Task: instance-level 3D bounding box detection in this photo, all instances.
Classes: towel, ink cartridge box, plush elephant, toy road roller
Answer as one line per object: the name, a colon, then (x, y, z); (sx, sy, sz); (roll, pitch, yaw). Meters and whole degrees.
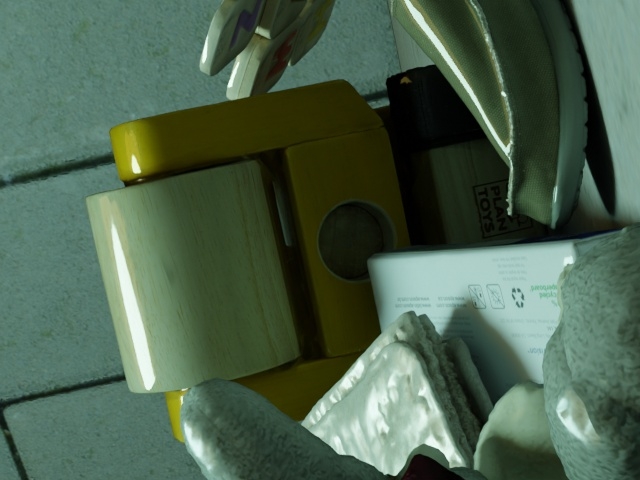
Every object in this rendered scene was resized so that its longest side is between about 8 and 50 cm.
towel: (0.061, 0.196, 0.754); (0.187, 0.049, 0.282); (-52, 48, 46)
ink cartridge box: (0.112, 0.109, 0.767); (0.223, 0.045, 0.224); (-4, 97, 65)
plush elephant: (0.043, 0.144, 0.525); (0.330, 0.272, 0.255); (48, 171, -32)
toy road roller: (0.000, 0.000, 0.977); (0.240, 0.329, 0.202); (177, 81, -71)

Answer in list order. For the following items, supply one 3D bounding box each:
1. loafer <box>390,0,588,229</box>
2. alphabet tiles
loafer: (0.084, -0.119, 0.765); (0.094, 0.087, 0.251); (72, -174, -69)
alphabet tiles: (0.009, -0.225, 0.915); (0.278, 0.021, 0.284); (-52, -14, -52)
